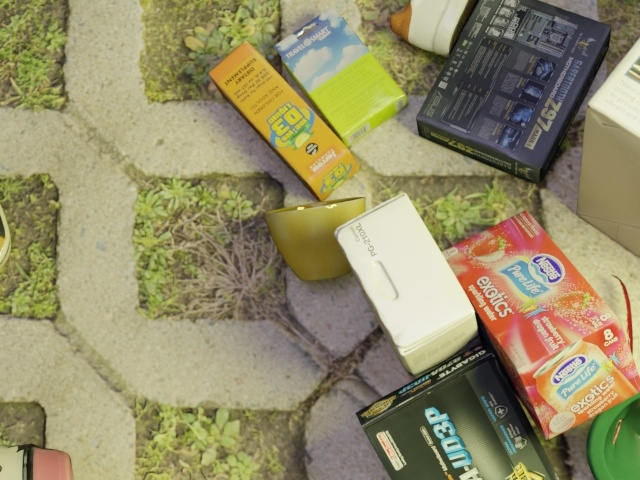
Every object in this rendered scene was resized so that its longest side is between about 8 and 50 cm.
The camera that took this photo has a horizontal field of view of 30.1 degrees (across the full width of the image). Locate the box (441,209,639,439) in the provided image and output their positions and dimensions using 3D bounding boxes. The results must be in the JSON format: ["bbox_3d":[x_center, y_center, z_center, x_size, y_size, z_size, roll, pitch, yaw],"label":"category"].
[{"bbox_3d":[0.253,0.091,1.401,0.128,0.123,0.257,-27,34,0],"label":"box"}]

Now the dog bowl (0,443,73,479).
[{"bbox_3d":[-0.339,0.414,1.331,0.150,0.408,0.408,-5,68,-12],"label":"dog bowl"}]

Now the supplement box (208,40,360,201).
[{"bbox_3d":[-0.050,-0.164,1.636,0.078,0.080,0.233,-41,71,-3],"label":"supplement box"}]

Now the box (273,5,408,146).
[{"bbox_3d":[0.027,-0.229,1.662,0.109,0.042,0.178,-35,68,-3],"label":"box"}]

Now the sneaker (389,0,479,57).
[{"bbox_3d":[0.184,-0.401,1.659,0.123,0.106,0.290,22,75,20],"label":"sneaker"}]

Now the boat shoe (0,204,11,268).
[{"bbox_3d":[-0.603,-0.154,1.700,0.186,0.156,0.500,-34,67,0],"label":"boat shoe"}]

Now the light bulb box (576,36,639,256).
[{"bbox_3d":[0.493,-0.164,1.380,0.225,0.358,0.361,37,82,18],"label":"light bulb box"}]

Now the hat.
[{"bbox_3d":[0.406,0.193,1.450,0.173,0.183,0.209,19,112,-3],"label":"hat"}]

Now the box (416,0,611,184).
[{"bbox_3d":[0.260,-0.213,1.603,0.183,0.059,0.233,23,76,18],"label":"box"}]

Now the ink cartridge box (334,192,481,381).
[{"bbox_3d":[0.112,0.072,1.434,0.100,0.237,0.172,-29,68,0],"label":"ink cartridge box"}]

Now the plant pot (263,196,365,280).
[{"bbox_3d":[0.000,0.000,1.552,0.134,0.134,0.095,-9,94,8],"label":"plant pot"}]

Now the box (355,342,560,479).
[{"bbox_3d":[0.168,0.255,1.397,0.175,0.051,0.220,-28,104,-1],"label":"box"}]
